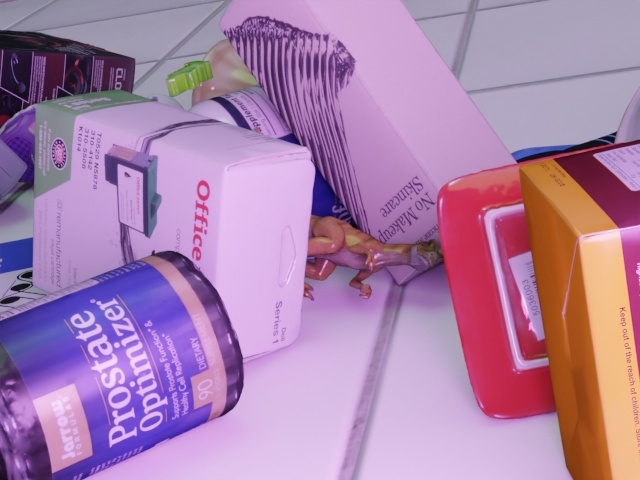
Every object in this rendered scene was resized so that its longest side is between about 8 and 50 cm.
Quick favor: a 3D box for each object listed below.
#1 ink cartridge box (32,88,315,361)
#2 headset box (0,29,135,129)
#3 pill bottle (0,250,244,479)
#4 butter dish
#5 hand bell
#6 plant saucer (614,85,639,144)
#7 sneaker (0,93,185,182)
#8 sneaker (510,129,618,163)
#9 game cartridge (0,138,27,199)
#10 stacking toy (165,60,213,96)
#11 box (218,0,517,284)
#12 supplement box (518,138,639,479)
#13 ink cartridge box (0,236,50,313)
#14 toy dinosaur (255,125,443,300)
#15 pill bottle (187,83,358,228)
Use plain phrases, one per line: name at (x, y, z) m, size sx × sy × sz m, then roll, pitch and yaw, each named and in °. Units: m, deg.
ink cartridge box at (-0.119, -0.014, 1.080) m, size 0.219 × 0.160 × 0.093 m, roll 19°, pitch 23°, yaw 39°
headset box at (-0.395, -0.205, 1.786) m, size 0.218 × 0.110 × 0.293 m, roll 19°, pitch 16°, yaw 40°
pill bottle at (-0.171, 0.097, 0.917) m, size 0.219 × 0.122 × 0.123 m, roll -23°, pitch 22°, yaw -28°
butter dish at (0.161, 0.027, 0.934) m, size 0.160 × 0.160 × 0.118 m, roll -11°, pitch -4°, yaw -2°
hand bell at (-0.014, -0.150, 1.611) m, size 0.242 × 0.126 × 0.126 m, roll 15°, pitch 30°, yaw 27°
plant saucer at (0.394, -0.092, 0.943) m, size 0.400 × 0.100 × 0.400 m, roll -11°, pitch 43°, yaw 10°
sneaker at (-0.271, -0.107, 1.618) m, size 0.236 × 0.095 × 0.104 m, roll -8°, pitch 27°, yaw 7°
sneaker at (0.263, -0.058, 1.190) m, size 0.232 × 0.081 × 0.090 m, roll -17°, pitch 21°, yaw 4°
game cartridge at (-0.455, -0.121, 1.596) m, size 0.294 × 0.196 × 0.060 m, roll 9°, pitch 61°, yaw 53°
stacking toy at (-0.082, -0.113, 1.399) m, size 0.052 × 0.167 × 0.221 m, roll 0°, pitch 23°, yaw 30°
box at (0.042, -0.111, 1.148) m, size 0.094 × 0.275 × 0.113 m, roll -27°, pitch -12°, yaw -38°
supplement box at (0.224, 0.046, 0.729) m, size 0.194 × 0.191 × 0.129 m, roll -12°, pitch 19°, yaw -1°
ink cartridge box at (-0.255, 0.049, 1.220) m, size 0.097 × 0.046 × 0.207 m, roll -11°, pitch 19°, yaw -4°
toy dinosaur at (0.000, 0.000, 1.123) m, size 0.211 × 0.064 × 0.112 m, roll 26°, pitch 59°, yaw 28°
pill bottle at (-0.038, -0.066, 1.262) m, size 0.265 × 0.153 × 0.153 m, roll -20°, pitch 21°, yaw -22°
